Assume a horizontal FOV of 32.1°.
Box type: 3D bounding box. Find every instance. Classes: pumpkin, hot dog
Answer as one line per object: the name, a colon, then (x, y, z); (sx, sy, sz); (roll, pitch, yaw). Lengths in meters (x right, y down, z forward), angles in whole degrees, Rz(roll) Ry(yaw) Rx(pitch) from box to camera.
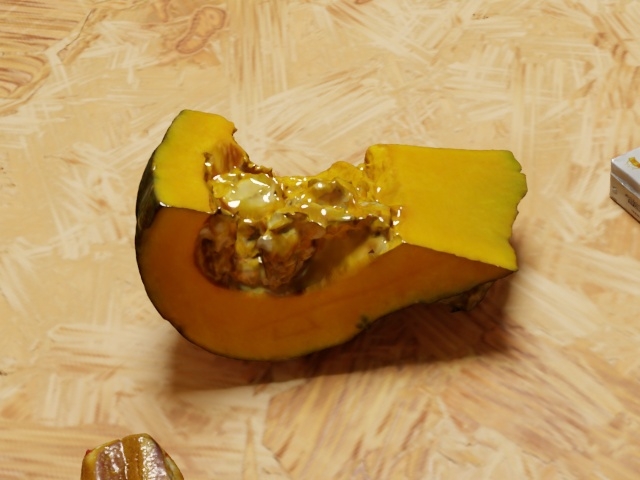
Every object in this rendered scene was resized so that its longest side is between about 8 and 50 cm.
pumpkin: (0.004, 0.003, 0.722); (0.248, 0.126, 0.131); (9, 34, -6)
hot dog: (-0.099, 0.169, 0.613); (0.062, 0.038, 0.144); (-14, 44, -7)

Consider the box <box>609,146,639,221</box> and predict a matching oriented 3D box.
box: (0.264, -0.054, 0.779); (0.117, 0.036, 0.050); (-25, 43, -15)
